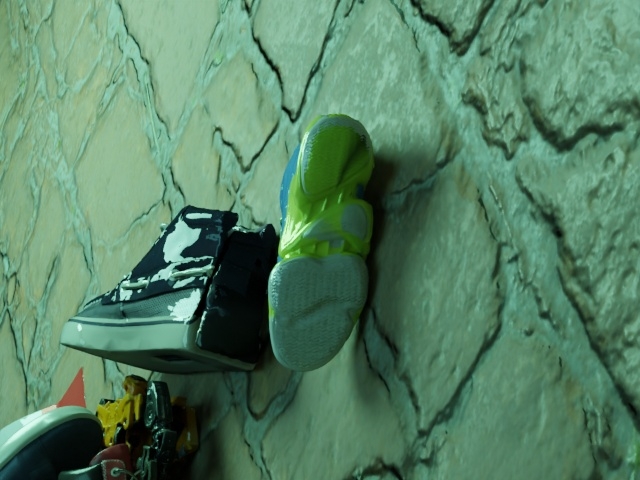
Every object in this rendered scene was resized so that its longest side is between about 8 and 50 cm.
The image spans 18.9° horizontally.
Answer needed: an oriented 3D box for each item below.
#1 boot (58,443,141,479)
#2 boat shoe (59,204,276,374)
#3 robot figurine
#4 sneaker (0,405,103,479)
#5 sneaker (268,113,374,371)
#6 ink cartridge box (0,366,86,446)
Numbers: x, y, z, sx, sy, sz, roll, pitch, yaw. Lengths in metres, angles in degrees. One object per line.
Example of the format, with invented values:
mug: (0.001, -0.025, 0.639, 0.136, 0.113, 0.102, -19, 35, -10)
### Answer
boot: (-0.163, 0.291, 1.877, 0.244, 0.088, 0.176, 2, 83, 31)
boat shoe: (-0.157, 0.052, 2.034, 0.340, 0.127, 0.158, -3, 70, 54)
robot figurine: (-0.193, 0.288, 2.030, 0.211, 0.085, 0.291, -22, 61, 58)
sneaker: (-0.310, 0.340, 1.974, 0.148, 0.131, 0.350, 33, 89, 36)
sneaker: (0.000, 0.000, 1.797, 0.126, 0.091, 0.240, -146, 68, -81)
ink cartridge box: (-0.321, 0.271, 2.142, 0.224, 0.056, 0.181, -57, 33, 41)
